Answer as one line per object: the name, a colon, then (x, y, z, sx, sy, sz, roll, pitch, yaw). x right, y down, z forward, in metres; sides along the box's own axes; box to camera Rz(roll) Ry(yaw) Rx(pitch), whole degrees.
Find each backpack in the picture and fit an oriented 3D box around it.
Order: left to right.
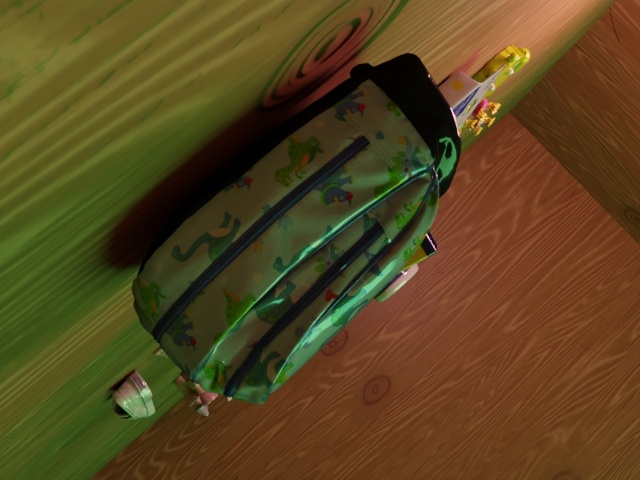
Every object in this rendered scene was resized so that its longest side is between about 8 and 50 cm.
backpack: (-0.033, 0.003, 0.602, 0.356, 0.273, 0.290, -27, 177, -18)

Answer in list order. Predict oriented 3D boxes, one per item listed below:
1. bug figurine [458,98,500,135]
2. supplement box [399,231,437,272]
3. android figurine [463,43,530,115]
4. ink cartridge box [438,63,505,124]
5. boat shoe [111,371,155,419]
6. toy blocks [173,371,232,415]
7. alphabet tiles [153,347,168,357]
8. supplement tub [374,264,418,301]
bug figurine: (0.492, -0.387, 1.855, 0.279, 0.072, 0.216, -35, 166, -19)
supplement box: (0.096, 0.028, 1.389, 0.357, 0.195, 0.194, -31, 177, 12)
android figurine: (0.440, -0.413, 1.421, 0.248, 0.056, 0.273, -41, 176, -3)
ink cartridge box: (0.236, -0.251, 1.221, 0.307, 0.072, 0.303, -42, 173, -9)
boat shoe: (-0.459, 0.386, 1.303, 0.084, 0.095, 0.258, -34, 161, -29)
toy blocks: (-0.366, 0.538, 2.124, 0.289, 0.260, 0.309, -36, 172, -43)
alphabet tiles: (-0.314, 0.215, 1.324, 0.198, 0.009, 0.237, -40, 174, -15)
supplement tub: (0.219, 0.069, 2.219, 0.228, 0.316, 0.228, -42, 174, -5)
